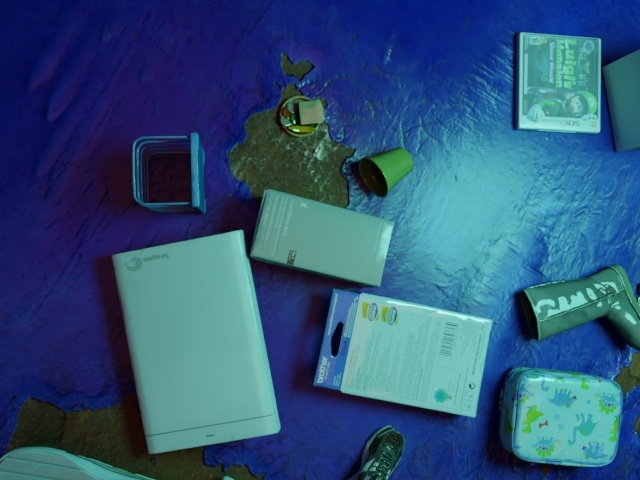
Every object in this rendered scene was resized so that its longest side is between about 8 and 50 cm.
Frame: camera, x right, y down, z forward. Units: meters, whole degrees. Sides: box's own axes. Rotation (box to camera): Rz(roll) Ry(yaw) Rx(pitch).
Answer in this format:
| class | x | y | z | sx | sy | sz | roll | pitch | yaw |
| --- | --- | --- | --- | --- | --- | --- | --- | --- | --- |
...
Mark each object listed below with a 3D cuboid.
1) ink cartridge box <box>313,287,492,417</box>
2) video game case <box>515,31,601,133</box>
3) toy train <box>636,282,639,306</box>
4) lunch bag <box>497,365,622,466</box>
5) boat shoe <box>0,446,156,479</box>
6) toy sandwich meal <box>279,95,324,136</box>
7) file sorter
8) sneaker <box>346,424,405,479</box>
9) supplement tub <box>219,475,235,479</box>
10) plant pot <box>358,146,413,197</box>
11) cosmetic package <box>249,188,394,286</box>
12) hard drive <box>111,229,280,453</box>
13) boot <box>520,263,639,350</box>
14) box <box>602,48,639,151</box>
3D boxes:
| class | x | y | z | sx | sy | sz | roll | pitch | yaw |
| --- | --- | --- | --- | --- | --- | --- | --- | --- | --- |
| ink cartridge box | 0.150 | 0.205 | 1.262 | 0.311 | 0.065 | 0.185 | 12 | 86 | -11 |
| video game case | 0.470 | -0.310 | 1.350 | 0.173 | 0.022 | 0.190 | 2 | 88 | -9 |
| toy train | 0.643 | 0.124 | 1.366 | 0.024 | 0.017 | 0.083 | 8 | 87 | 1 |
| lunch bag | 0.448 | 0.334 | 1.291 | 0.219 | 0.090 | 0.176 | 7 | 86 | -9 |
| boat shoe | -0.391 | 0.423 | 1.150 | 0.302 | 0.094 | 0.109 | 20 | 75 | -9 |
| toy sandwich meal | -0.033 | -0.231 | 1.263 | 0.086 | 0.029 | 0.085 | 0 | 88 | -9 |
| file sorter | -0.252 | -0.107 | 1.154 | 0.104 | 0.170 | 0.118 | -2 | 88 | -7 |
| sneaker | 0.102 | 0.426 | 1.239 | 0.072 | 0.077 | 0.178 | 31 | 83 | -8 |
| supplement tub | -0.178 | 0.475 | 1.195 | 0.071 | 0.071 | 0.107 | 43 | 83 | -5 |
| plant pot | 0.128 | -0.134 | 1.267 | 0.079 | 0.083 | 0.083 | -31 | 93 | -21 |
| cosmetic package | 0.000 | 0.000 | 1.225 | 0.238 | 0.107 | 0.127 | 12 | 84 | -5 |
| hard drive | -0.216 | 0.175 | 1.187 | 0.233 | 0.047 | 0.353 | -11 | 90 | 5 |
| boot | 0.508 | 0.151 | 1.315 | 0.208 | 0.076 | 0.189 | -18 | 77 | -16 |
| box | 0.650 | -0.275 | 1.298 | 0.119 | 0.182 | 0.181 | -9 | 90 | -11 |
